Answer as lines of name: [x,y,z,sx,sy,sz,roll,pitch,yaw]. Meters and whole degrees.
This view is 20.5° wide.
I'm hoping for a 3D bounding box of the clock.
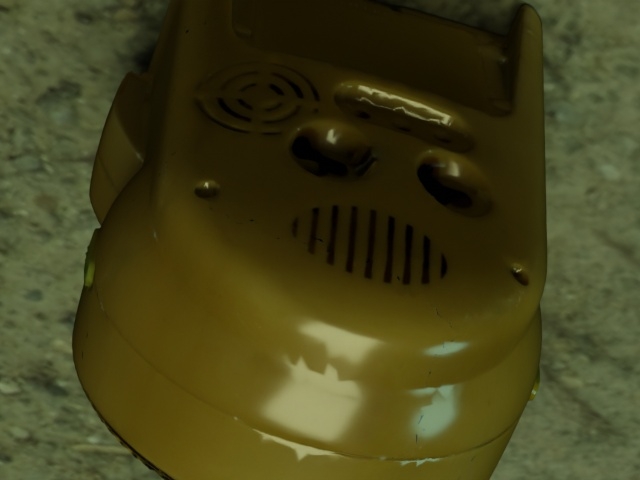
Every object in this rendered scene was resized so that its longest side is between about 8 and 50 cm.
clock: [0.000,0.000,0.906,0.244,0.317,0.200,13,123,-7]
